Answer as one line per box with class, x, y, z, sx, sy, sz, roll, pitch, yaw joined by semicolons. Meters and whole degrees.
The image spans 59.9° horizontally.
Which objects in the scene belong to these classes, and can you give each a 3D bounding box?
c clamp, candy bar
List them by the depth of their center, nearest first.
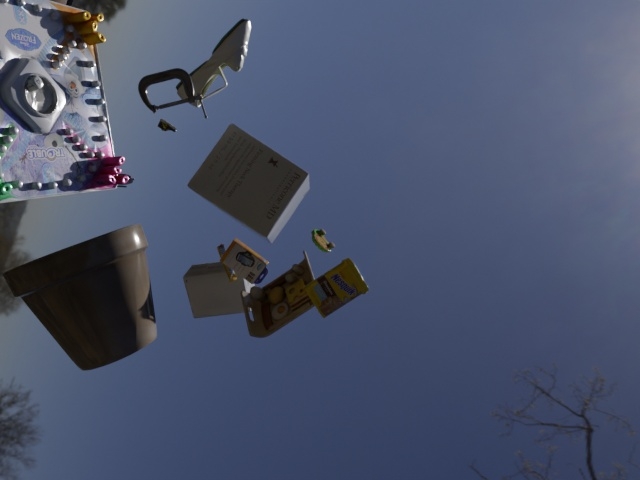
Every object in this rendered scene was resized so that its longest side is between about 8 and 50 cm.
c clamp;-0.390;-0.377;1.457;0.022;0.161;0.137;-119;-160;-74
candy bar;-0.379;0.089;2.242;0.018;0.040;0.161;-10;-76;39

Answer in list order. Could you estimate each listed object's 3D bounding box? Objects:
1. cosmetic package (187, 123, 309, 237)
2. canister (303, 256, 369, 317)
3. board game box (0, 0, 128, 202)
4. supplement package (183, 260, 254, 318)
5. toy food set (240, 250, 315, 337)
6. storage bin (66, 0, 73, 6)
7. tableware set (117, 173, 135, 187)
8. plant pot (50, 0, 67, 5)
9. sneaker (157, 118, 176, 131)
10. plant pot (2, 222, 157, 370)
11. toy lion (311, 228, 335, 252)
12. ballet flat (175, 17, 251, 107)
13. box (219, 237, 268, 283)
cosmetic package;-0.294;-0.232;2.407;0.329;0.394;0.327;-57;178;-5
canister;0.048;0.150;1.743;0.170;0.126;0.073;-32;-171;-6
board game box;-0.535;-0.278;1.065;0.050;0.390;0.389;-3;-81;20
supplement package;-0.433;0.207;2.426;0.145;0.262;0.203;-74;155;-70
toy food set;-0.151;0.194;2.050;0.306;0.092;0.219;-34;-136;13
storage bin;-0.773;-0.764;1.639;0.091;0.098;0.135;29;-80;28
tableware set;-0.694;-0.203;1.755;0.128;0.194;0.039;-13;-102;57
plant pot;-0.702;-0.531;1.272;0.229;0.263;0.263;-51;-148;4
sneaker;-0.544;-0.400;1.974;0.083;0.031;0.035;34;-88;27
plant pot;-0.536;0.143;1.332;0.323;0.323;0.280;-9;-77;56
toy lion;0.000;0.000;1.878;0.034;0.096;0.100;-44;-119;19
ballet flat;-0.382;-0.668;2.142;0.400;0.139;0.139;-41;-144;14
box;-0.215;0.065;1.614;0.081;0.136;0.028;-52;-176;22
